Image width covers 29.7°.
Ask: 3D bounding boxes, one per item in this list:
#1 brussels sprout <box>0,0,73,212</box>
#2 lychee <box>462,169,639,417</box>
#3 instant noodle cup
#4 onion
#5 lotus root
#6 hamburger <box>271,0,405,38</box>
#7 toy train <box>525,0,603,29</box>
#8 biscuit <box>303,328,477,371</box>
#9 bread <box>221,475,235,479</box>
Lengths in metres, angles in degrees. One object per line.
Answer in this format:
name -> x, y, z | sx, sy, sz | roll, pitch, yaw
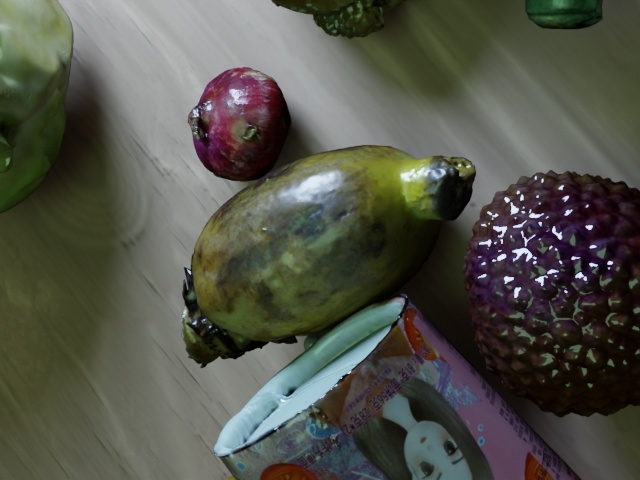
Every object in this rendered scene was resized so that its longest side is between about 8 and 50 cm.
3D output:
brussels sprout -> -0.411, -0.157, 1.191 | 0.328, 0.328, 0.247 | -30, 52, 33
lychee -> 0.205, 0.040, 0.904 | 0.188, 0.188, 0.188 | 7, 104, 31
instant noodle cup -> 0.064, 0.188, 0.935 | 0.243, 0.243, 0.231 | -35, 97, 32
onion -> -0.077, -0.105, 1.102 | 0.107, 0.097, 0.107 | -2, 87, 50
lotus root -> 0.000, 0.000, 1.031 | 0.314, 0.169, 0.141 | -29, 78, 28
hamburger -> 0.006, -0.275, 0.996 | 0.189, 0.122, 0.215 | -34, 85, 29
toy train -> 0.139, -0.302, 0.852 | 0.238, 0.167, 0.298 | 3, 98, 7
biscuit -> 0.062, 0.232, 1.118 | 0.197, 0.049, 0.301 | 11, 107, 32
bread -> -0.092, 0.314, 1.172 | 0.158, 0.149, 0.143 | -19, 94, 33
